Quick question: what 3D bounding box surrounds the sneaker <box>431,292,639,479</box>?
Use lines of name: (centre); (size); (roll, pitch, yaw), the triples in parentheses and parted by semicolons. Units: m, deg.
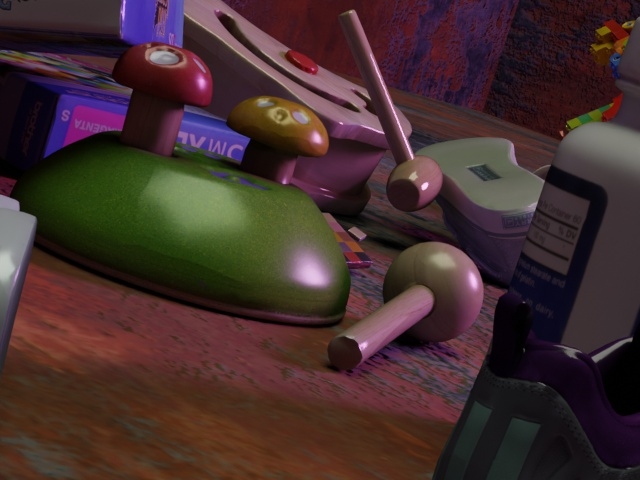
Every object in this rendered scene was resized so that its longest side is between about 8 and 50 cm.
sneaker: (0.129, 0.076, 0.548); (0.224, 0.098, 0.083); (11, 11, -40)

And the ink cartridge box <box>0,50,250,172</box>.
ink cartridge box: (-0.150, -0.076, 1.126); (0.186, 0.065, 0.311); (11, 12, -38)

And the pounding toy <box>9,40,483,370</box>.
pounding toy: (-0.036, -0.030, 0.867); (0.237, 0.110, 0.183); (21, 9, 22)

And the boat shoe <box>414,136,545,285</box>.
boat shoe: (0.123, -0.021, 1.288); (0.079, 0.081, 0.227); (-10, 18, -6)

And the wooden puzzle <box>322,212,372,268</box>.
wooden puzzle: (0.000, 0.000, 1.043); (0.083, 0.006, 0.049); (1, 38, -45)

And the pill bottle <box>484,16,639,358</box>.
pill bottle: (0.138, 0.011, 0.692); (0.112, 0.186, 0.112); (18, 8, -3)

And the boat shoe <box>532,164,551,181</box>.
boat shoe: (0.314, 0.009, 1.369); (0.324, 0.116, 0.097); (17, 9, 37)

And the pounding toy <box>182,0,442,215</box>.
pounding toy: (-0.002, -0.119, 1.295); (0.269, 0.155, 0.154); (37, 19, 14)

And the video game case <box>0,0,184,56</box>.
video game case: (-0.209, -0.141, 0.948); (0.244, 0.061, 0.269); (5, 3, 1)

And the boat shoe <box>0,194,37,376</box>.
boat shoe: (-0.142, 0.010, 0.558); (0.083, 0.065, 0.183); (13, 3, -14)

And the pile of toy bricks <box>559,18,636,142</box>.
pile of toy bricks: (0.245, -0.097, 1.378); (0.105, 0.118, 0.212); (-22, 25, 1)
